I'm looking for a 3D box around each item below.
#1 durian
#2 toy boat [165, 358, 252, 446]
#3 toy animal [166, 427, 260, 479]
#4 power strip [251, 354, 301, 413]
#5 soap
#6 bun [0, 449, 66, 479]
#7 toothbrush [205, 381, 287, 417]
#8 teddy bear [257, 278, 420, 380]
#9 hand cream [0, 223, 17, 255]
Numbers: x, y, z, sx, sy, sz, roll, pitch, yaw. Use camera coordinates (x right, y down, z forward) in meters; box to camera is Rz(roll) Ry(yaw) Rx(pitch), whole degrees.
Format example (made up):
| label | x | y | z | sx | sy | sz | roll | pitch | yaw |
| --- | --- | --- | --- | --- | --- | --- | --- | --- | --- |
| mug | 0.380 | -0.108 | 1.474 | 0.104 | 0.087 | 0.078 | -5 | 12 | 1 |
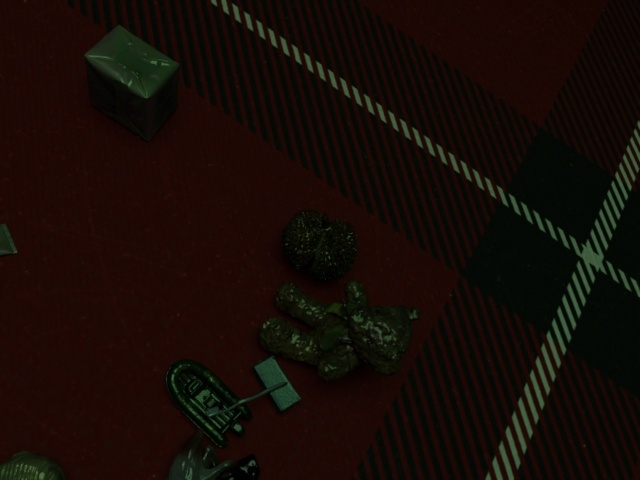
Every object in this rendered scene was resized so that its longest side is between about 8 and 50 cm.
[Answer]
| label | x | y | z | sx | sy | sz | roll | pitch | yaw |
| --- | --- | --- | --- | --- | --- | --- | --- | --- | --- |
| durian | 0.000 | 0.000 | 1.544 | 0.196 | 0.196 | 0.167 | 18 | 57 | -8 |
| toy boat | -0.239 | 0.336 | 1.392 | 0.210 | 0.052 | 0.104 | 45 | 64 | 2 |
| toy animal | -0.260 | 0.510 | 1.284 | 0.324 | 0.090 | 0.195 | -36 | 89 | -26 |
| power strip | -0.099 | 0.315 | 1.456 | 0.056 | 0.032 | 0.123 | -28 | 76 | -27 |
| soap | -0.448 | -0.373 | 1.577 | 0.182 | 0.199 | 0.138 | 32 | 64 | 0 |
| bun | -0.535 | 0.475 | 1.203 | 0.166 | 0.113 | 0.173 | 41 | 84 | 10 |
| toothbrush | -0.152 | 0.333 | 1.393 | 0.193 | 0.013 | 0.019 | -15 | 62 | -30 |
| teddy bear | 0.036 | 0.189 | 1.443 | 0.296 | 0.222 | 0.246 | 27 | 55 | -6 |
| hand cream | -0.743 | 0.019 | 1.397 | 0.174 | 0.047 | 0.076 | -20 | 72 | -33 |
